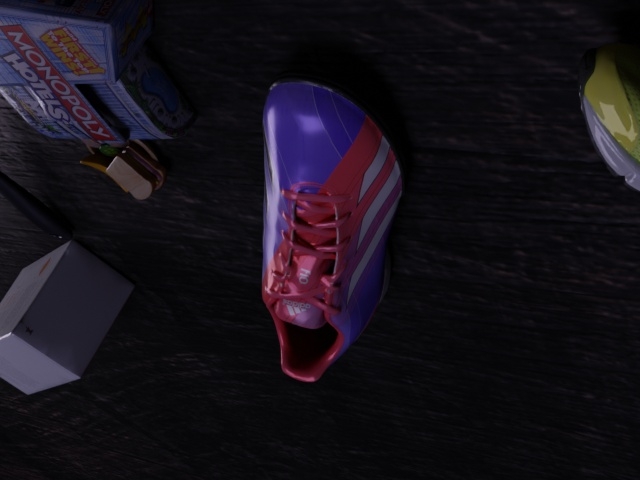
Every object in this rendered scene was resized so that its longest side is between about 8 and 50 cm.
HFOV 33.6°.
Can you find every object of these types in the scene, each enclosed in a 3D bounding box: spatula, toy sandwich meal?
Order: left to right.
[{"bbox_3d":[-0.340,-0.067,1.033,0.084,0.030,0.296,6,160,34],"label":"spatula"},{"bbox_3d":[-0.177,-0.070,0.942,0.085,0.029,0.086,20,151,12],"label":"toy sandwich meal"}]

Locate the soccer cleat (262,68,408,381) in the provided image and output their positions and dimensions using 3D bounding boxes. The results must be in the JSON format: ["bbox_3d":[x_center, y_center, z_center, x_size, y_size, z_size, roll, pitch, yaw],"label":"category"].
[{"bbox_3d":[0.000,0.000,0.821,0.108,0.116,0.318,19,151,14],"label":"soccer cleat"}]

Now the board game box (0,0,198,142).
[{"bbox_3d":[-0.187,-0.140,0.804,0.194,0.060,0.194,5,145,35],"label":"board game box"}]

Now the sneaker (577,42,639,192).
[{"bbox_3d":[0.237,-0.058,0.586,0.208,0.082,0.094,27,145,-14],"label":"sneaker"}]

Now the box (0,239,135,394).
[{"bbox_3d":[-0.309,0.091,1.210,0.091,0.130,0.170,39,149,-20],"label":"box"}]
